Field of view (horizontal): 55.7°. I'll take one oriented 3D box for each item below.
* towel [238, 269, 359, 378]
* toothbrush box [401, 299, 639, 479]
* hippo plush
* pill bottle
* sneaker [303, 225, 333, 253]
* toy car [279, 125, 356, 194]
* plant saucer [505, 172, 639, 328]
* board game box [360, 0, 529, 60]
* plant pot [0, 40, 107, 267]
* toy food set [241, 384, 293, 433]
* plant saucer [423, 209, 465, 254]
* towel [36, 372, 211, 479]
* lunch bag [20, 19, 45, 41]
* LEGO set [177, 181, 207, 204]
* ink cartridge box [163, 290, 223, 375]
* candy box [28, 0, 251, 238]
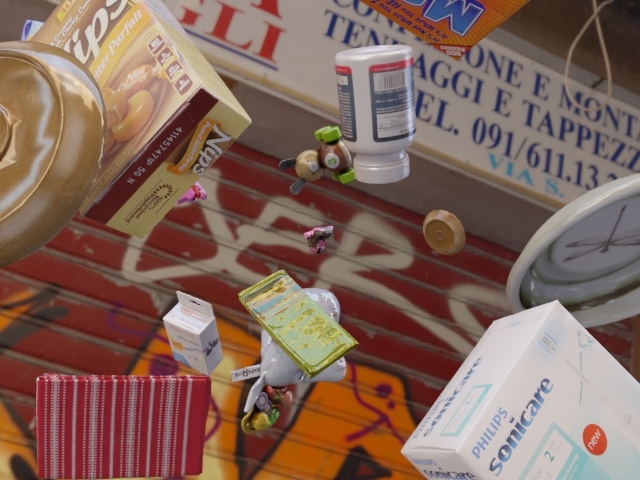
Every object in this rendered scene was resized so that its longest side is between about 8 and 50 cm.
[{"bbox_3d":[-0.045,0.135,1.048,0.237,0.102,0.021,39,-25,42],"label":"towel"},{"bbox_3d":[0.273,0.249,0.664,0.295,0.216,0.126,46,-27,0],"label":"toothbrush box"},{"bbox_3d":[-0.073,0.204,1.418,0.294,0.234,0.236,-11,-55,-19],"label":"hippo plush"},{"bbox_3d":[0.081,-0.178,0.860,0.108,0.108,0.180,5,-64,24],"label":"pill bottle"},{"bbox_3d":[0.000,0.000,1.371,0.047,0.057,0.119,-5,-8,-20],"label":"sneaker"},{"bbox_3d":[-0.016,-0.213,1.700,0.155,0.188,0.149,66,-9,-17],"label":"toy car"},{"bbox_3d":[0.496,0.004,1.019,0.401,0.100,0.400,-8,-39,-6],"label":"plant saucer"},{"bbox_3d":[0.262,-0.648,1.155,0.357,0.356,0.356,26,-20,-15],"label":"board game box"},{"bbox_3d":[-0.312,-0.089,0.564,0.237,0.236,0.032,9,-14,16],"label":"plant pot"},{"bbox_3d":[-0.123,0.422,1.597,0.071,0.218,0.128,9,-59,25],"label":"toy food set"},{"bbox_3d":[0.206,-0.011,1.030,0.083,0.015,0.083,24,-53,36],"label":"plant saucer"},{"bbox_3d":[-0.327,0.312,1.016,0.275,0.198,0.031,3,16,-12],"label":"towel"},{"bbox_3d":[-0.385,-0.214,0.995,0.221,0.293,0.138,11,0,-1],"label":"lunch bag"},{"bbox_3d":[-0.374,-0.186,1.457,0.227,0.093,0.087,52,-24,19],"label":"LEGO set"},{"bbox_3d":[-0.288,0.210,1.362,0.104,0.061,0.181,18,-47,23],"label":"ink cartridge box"},{"bbox_3d":[-0.227,-0.177,0.695,0.087,0.183,0.316,30,20,-54],"label":"candy box"}]
